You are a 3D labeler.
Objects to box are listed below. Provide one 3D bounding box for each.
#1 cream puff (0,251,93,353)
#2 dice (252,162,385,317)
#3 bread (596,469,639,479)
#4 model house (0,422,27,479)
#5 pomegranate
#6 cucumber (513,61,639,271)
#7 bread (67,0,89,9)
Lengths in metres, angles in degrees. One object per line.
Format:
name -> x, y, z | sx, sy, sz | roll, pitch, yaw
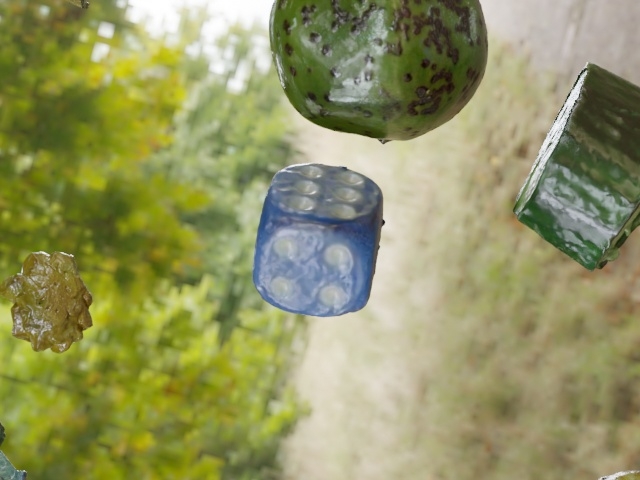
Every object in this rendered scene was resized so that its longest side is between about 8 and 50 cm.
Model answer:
cream puff -> -0.227, 0.054, 1.480 | 0.083, 0.083, 0.058 | -55, -5, -25
dice -> 0.000, 0.000, 2.128 | 0.143, 0.146, 0.146 | -78, -3, -56
bread -> 0.357, 0.327, 2.081 | 0.172, 0.132, 0.103 | 126, 144, -69
model house -> -0.303, 0.238, 1.497 | 0.148, 0.149, 0.119 | -22, -35, -39
pomegranate -> 0.060, -0.238, 1.914 | 0.254, 0.254, 0.270 | -53, -48, -74
cucumber -> 0.267, -0.065, 1.676 | 0.191, 0.130, 0.191 | -62, -6, -12
bread -> -0.271, -0.304, 1.842 | 0.157, 0.094, 0.083 | 57, -137, -61
